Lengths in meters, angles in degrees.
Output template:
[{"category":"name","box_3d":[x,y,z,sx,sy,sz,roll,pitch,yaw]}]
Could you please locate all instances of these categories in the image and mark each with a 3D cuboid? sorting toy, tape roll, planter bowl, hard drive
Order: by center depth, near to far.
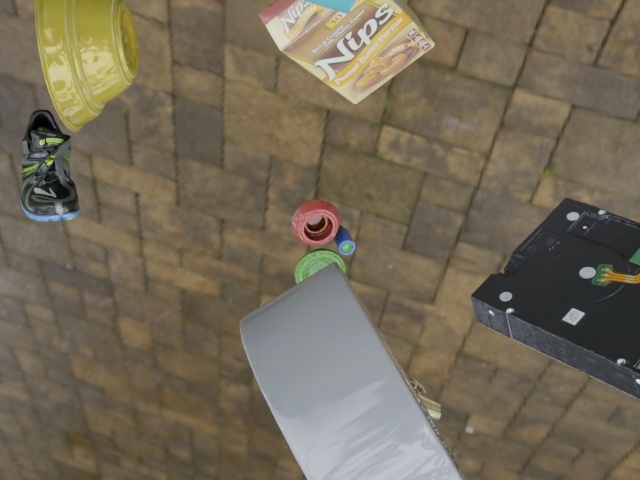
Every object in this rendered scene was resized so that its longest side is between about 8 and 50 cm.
[{"category":"tape roll","box_3d":[0.035,0.123,0.681,0.072,0.219,0.219,-30,138,1]},{"category":"sorting toy","box_3d":[0.000,0.000,1.101,0.061,0.042,0.102,-7,121,-10]},{"category":"planter bowl","box_3d":[-0.287,-0.252,1.429,0.090,0.217,0.217,-6,147,3]},{"category":"hard drive","box_3d":[0.406,0.081,1.500,0.339,0.237,0.064,24,147,41]}]

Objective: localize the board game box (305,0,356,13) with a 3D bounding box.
[{"category":"board game box","box_3d":[-0.083,-0.419,1.430,0.336,0.079,0.254,14,165,-11]}]

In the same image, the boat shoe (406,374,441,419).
[{"category":"boat shoe","box_3d":[0.082,0.165,1.335,0.153,0.048,0.056,27,173,28]}]

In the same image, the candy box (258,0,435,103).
[{"category":"candy box","box_3d":[0.052,-0.351,1.860,0.183,0.087,0.316,-36,159,15]}]

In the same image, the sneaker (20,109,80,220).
[{"category":"sneaker","box_3d":[-0.334,-0.091,1.354,0.067,0.188,0.078,-6,134,-18]}]
